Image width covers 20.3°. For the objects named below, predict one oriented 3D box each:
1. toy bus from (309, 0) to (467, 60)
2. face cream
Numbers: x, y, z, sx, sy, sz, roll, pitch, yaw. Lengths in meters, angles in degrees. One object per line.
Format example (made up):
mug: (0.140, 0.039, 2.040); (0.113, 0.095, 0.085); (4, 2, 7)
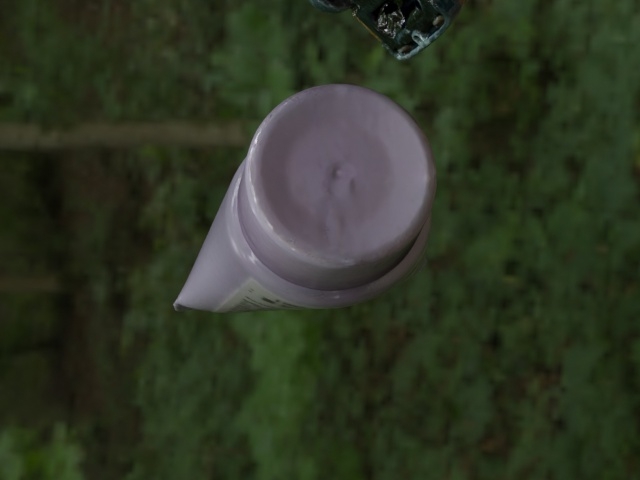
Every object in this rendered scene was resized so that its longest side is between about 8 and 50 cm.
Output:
toy bus: (0.029, -0.346, 1.693); (0.194, 0.323, 0.162); (-50, 7, -20)
face cream: (0.000, 0.000, 0.952); (0.274, 0.154, 0.096); (113, 145, -75)
